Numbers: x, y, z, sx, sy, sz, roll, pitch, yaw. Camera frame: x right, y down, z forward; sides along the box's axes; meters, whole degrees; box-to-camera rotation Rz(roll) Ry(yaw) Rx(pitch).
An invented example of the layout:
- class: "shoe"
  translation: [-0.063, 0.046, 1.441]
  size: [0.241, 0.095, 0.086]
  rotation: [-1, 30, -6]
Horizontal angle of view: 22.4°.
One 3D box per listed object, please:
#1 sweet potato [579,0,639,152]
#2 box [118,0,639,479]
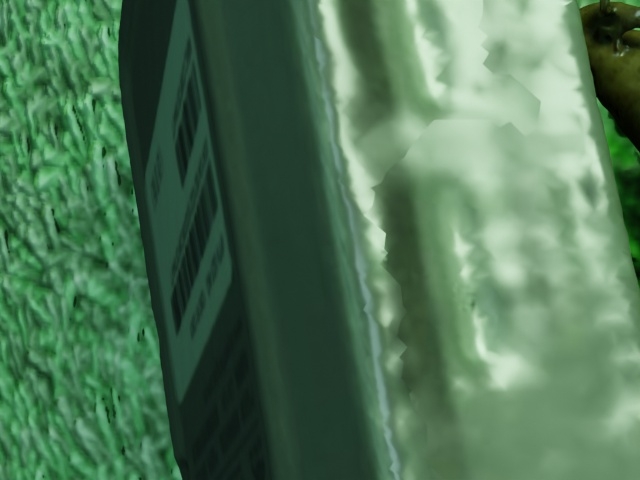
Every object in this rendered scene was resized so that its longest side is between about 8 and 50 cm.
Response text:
- class: "sweet potato"
  translation: [0.266, -0.018, 0.379]
  size: [0.423, 0.130, 0.130]
  rotation: [0, 85, 33]
- class: "box"
  translation: [-0.001, 0.000, 0.609]
  size: [0.396, 0.111, 0.396]
  rotation: [116, 146, -70]
